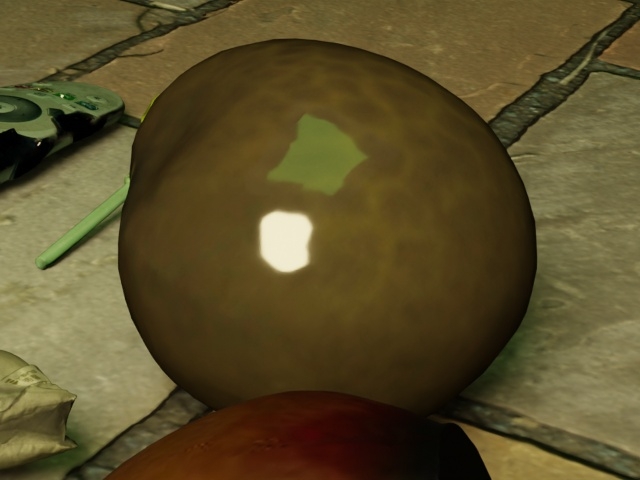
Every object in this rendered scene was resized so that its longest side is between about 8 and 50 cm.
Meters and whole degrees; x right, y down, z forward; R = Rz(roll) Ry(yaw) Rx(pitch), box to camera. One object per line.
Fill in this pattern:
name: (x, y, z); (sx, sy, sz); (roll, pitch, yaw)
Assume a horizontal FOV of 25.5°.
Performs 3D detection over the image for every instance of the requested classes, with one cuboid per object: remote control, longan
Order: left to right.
remote control: (-0.216, -0.063, 0.903); (0.097, 0.045, 0.256); (19, 27, 24)
longan: (0.000, 0.000, 0.655); (0.198, 0.198, 0.212); (-7, 23, -21)

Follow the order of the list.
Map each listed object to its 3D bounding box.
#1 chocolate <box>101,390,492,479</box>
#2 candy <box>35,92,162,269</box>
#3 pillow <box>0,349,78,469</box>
chocolate: (-0.015, 0.132, 0.441); (0.177, 0.176, 0.177); (3, 27, -2)
candy: (-0.115, -0.035, 0.868); (0.062, 0.058, 0.194); (40, 43, 0)
pillow: (-0.232, 0.082, 0.585); (0.230, 0.050, 0.148); (-10, 7, -30)
